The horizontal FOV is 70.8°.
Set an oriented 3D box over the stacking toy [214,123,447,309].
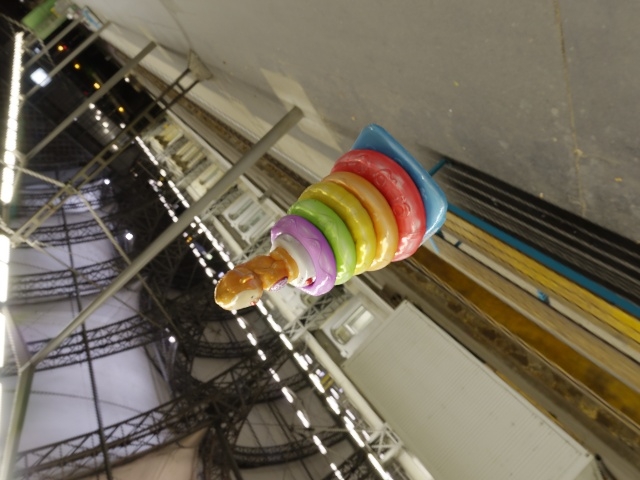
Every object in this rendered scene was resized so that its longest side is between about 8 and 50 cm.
[{"bbox_3d":[0.000,0.000,0.558,0.165,0.302,0.175,51,146,11],"label":"stacking toy"}]
